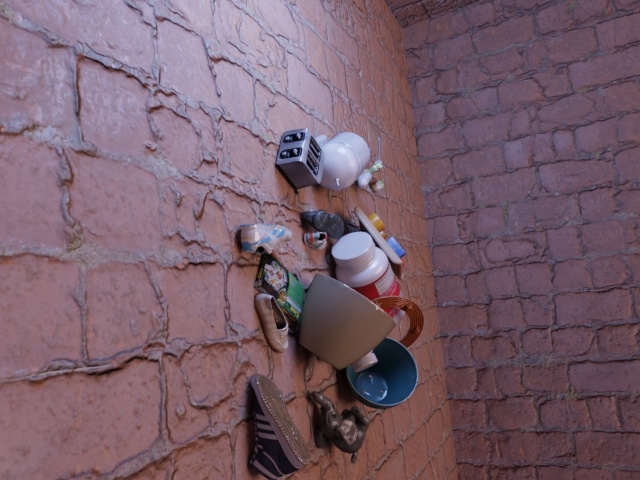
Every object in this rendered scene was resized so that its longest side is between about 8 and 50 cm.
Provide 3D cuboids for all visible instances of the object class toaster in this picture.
[{"bbox_3d":[-0.070,-0.293,1.794,0.185,0.110,0.168,51,39,-47],"label":"toaster"}]

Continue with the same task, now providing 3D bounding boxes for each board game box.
[{"bbox_3d":[-0.129,0.157,1.617,0.259,0.030,0.136,52,36,-45],"label":"board game box"}]

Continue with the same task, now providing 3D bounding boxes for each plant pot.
[{"bbox_3d":[0.232,0.568,2.000,0.195,0.290,0.290,102,1,-51],"label":"plant pot"}]

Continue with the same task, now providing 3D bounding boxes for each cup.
[{"bbox_3d":[0.059,0.302,1.686,0.237,0.331,0.331,-57,141,-11],"label":"cup"}]

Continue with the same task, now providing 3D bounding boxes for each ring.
[{"bbox_3d":[0.274,0.372,2.046,0.032,0.337,0.336,-106,171,-58],"label":"ring"}]

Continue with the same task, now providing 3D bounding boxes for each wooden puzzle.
[{"bbox_3d":[0.286,0.007,2.211,0.322,0.081,0.348,54,1,20],"label":"wooden puzzle"}]

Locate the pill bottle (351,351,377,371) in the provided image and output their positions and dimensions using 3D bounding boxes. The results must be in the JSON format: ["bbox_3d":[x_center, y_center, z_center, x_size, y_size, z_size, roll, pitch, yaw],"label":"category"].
[{"bbox_3d":[0.136,0.398,1.907,0.119,0.119,0.208,23,38,-61],"label":"pill bottle"}]

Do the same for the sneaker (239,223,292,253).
[{"bbox_3d":[-0.171,-0.004,1.531,0.229,0.088,0.092,1,87,-57],"label":"sneaker"}]

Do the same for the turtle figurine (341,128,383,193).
[{"bbox_3d":[0.219,-0.361,2.321,0.266,0.198,0.274,44,48,-57],"label":"turtle figurine"}]

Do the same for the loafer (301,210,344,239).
[{"bbox_3d":[0.014,-0.072,1.931,0.267,0.084,0.096,27,82,-63],"label":"loafer"}]

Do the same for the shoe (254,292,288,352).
[{"bbox_3d":[-0.142,0.261,1.519,0.076,0.058,0.219,-56,131,-55],"label":"shoe"}]

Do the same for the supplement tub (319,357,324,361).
[{"bbox_3d":[0.041,0.422,1.834,0.107,0.071,0.070,23,61,-60],"label":"supplement tub"}]

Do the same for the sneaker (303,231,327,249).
[{"bbox_3d":[0.000,0.000,1.880,0.161,0.075,0.057,23,62,-61],"label":"sneaker"}]

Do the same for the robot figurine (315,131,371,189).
[{"bbox_3d":[0.085,-0.330,2.022,0.300,0.199,0.353,36,32,1],"label":"robot figurine"}]

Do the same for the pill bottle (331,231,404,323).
[{"bbox_3d":[0.201,0.172,2.064,0.407,0.229,0.229,64,30,-32],"label":"pill bottle"}]

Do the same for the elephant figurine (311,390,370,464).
[{"bbox_3d":[0.051,0.661,1.721,0.239,0.186,0.169,27,100,-47],"label":"elephant figurine"}]

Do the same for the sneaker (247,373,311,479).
[{"bbox_3d":[-0.157,0.535,1.379,0.282,0.153,0.099,57,20,23],"label":"sneaker"}]
